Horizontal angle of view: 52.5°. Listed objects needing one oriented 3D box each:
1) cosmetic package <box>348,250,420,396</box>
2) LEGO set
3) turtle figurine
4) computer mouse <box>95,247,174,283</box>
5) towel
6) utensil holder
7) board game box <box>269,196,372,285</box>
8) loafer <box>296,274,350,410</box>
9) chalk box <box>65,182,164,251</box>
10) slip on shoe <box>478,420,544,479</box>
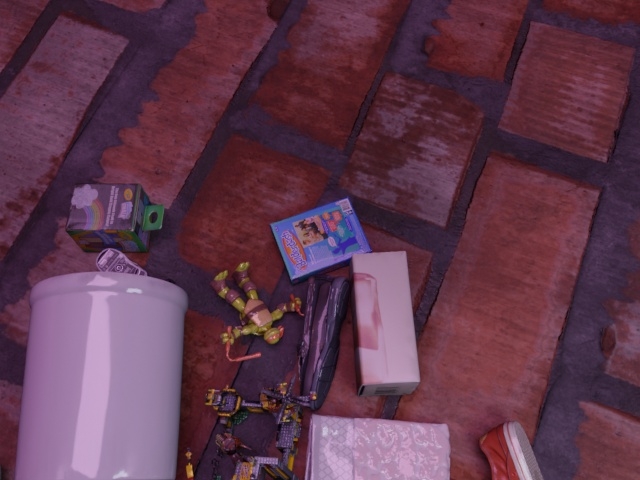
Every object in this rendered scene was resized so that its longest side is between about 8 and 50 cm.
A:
[{"bbox_3d":[0.137,0.188,1.457,0.129,0.153,0.296,-2,66,-1],"label":"cosmetic package"},{"bbox_3d":[-0.156,0.422,1.302,0.254,0.192,0.332,7,60,19],"label":"LEGO set"},{"bbox_3d":[-0.145,0.158,1.511,0.269,0.087,0.217,-27,72,-30],"label":"turtle figurine"},{"bbox_3d":[-0.458,0.088,1.574,0.193,0.042,0.106,36,77,9],"label":"computer mouse"},{"bbox_3d":[0.117,0.533,1.336,0.316,0.053,0.332,8,66,-6],"label":"towel"},{"bbox_3d":[-0.444,0.296,1.331,0.327,0.328,0.386,-2,68,0],"label":"utensil holder"},{"bbox_3d":[0.000,0.000,1.596,0.210,0.047,0.160,-19,68,-7],"label":"board game box"},{"bbox_3d":[-0.009,0.224,1.464,0.095,0.109,0.303,10,82,23],"label":"loafer"},{"bbox_3d":[-0.487,-0.054,1.586,0.212,0.132,0.133,1,66,1],"label":"chalk box"},{"bbox_3d":[0.413,0.545,1.332,0.101,0.123,0.332,-24,70,26],"label":"slip on shoe"}]
